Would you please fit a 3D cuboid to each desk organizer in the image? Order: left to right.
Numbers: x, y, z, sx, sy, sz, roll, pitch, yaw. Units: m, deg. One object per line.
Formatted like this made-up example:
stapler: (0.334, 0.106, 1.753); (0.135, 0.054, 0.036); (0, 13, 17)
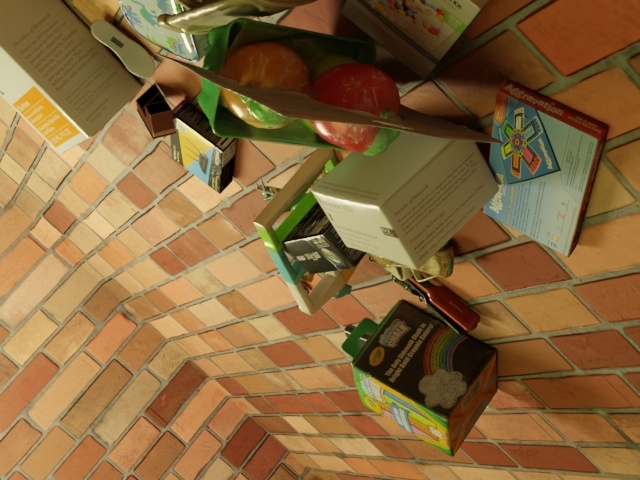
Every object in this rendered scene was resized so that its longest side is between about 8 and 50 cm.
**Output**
desk organizer: (-0.313, -0.246, 1.856); (0.130, 0.047, 0.050); (-126, 26, -50)

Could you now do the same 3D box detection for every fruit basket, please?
fruit basket: (-0.001, -0.170, 1.259); (0.353, 0.327, 0.165); (39, 119, 49)

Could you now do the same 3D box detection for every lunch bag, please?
lunch bag: (-0.243, -0.390, 1.506); (0.176, 0.090, 0.219); (28, 155, 23)

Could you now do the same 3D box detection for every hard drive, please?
hard drive: (0.121, 0.245, 2.213); (0.135, 0.022, 0.094); (20, 150, 38)

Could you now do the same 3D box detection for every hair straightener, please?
hair straightener: (0.183, 0.099, 1.814); (0.230, 0.047, 0.089); (34, 158, 2)

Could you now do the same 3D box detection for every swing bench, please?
swing bench: (-0.141, -0.382, 1.274); (0.254, 0.165, 0.253); (50, 154, -25)

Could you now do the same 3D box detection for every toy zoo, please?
toy zoo: (0.000, 0.000, 1.728); (0.030, 0.192, 0.293); (22, 152, 37)

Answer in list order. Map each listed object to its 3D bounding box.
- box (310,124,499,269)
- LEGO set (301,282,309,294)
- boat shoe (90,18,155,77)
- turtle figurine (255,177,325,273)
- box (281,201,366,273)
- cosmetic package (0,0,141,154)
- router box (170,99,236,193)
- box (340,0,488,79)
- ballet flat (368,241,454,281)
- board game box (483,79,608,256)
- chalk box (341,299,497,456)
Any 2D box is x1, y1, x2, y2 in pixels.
box: (0.118, -0.073, 1.396); (0.181, 0.182, 0.119); (18, 146, 57)
LEGO set: (-0.043, 0.096, 2.198); (0.054, 0.023, 0.083); (20, 138, 33)
boat shoe: (-0.360, -0.356, 1.815); (0.142, 0.049, 0.040); (42, -170, -11)
turtle figurine: (-0.028, -0.028, 1.801); (0.234, 0.118, 0.175); (53, -162, -58)
box: (0.046, -0.037, 1.605); (0.077, 0.180, 0.147); (48, 155, -16)
cosmetic package: (-0.591, -0.396, 1.932); (0.453, 0.161, 0.230); (47, 156, -17)
router box: (-0.232, -0.181, 1.930); (0.133, 0.046, 0.179); (37, 156, 9)
box: (0.114, -0.294, 1.214); (0.145, 0.038, 0.186); (39, 156, -2)
ballet flat: (0.154, 0.039, 1.711); (0.206, 0.073, 0.067); (2, 105, 58)
board game box: (0.296, -0.089, 1.329); (0.145, 0.027, 0.281); (29, 155, 21)
chalk box: (0.181, 0.257, 1.948); (0.289, 0.180, 0.179); (28, 154, 28)
